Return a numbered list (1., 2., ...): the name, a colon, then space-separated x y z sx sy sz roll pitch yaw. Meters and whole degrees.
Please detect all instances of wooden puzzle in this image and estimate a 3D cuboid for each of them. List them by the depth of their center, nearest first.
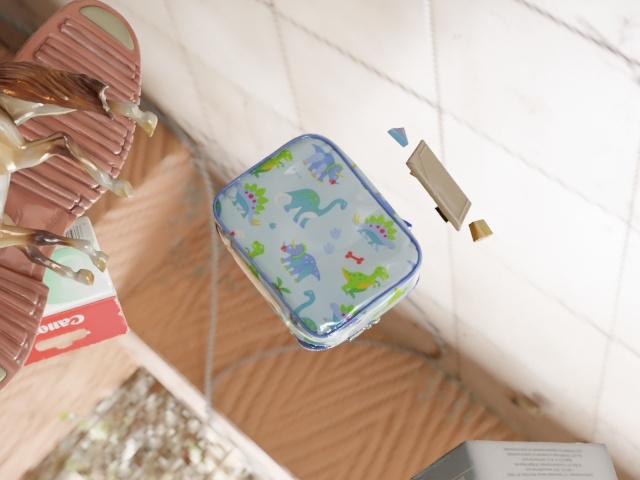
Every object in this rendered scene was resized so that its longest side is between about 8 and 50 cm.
1. wooden puzzle: 0.092 -0.042 0.945 0.116 0.014 0.078 55 -159 -1

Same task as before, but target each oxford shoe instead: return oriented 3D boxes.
1. oxford shoe: -0.291 -0.046 1.098 0.140 0.397 0.146 37 155 -31

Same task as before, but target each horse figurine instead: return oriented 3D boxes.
1. horse figurine: -0.223 -0.043 0.858 0.174 0.066 0.263 17 134 -15

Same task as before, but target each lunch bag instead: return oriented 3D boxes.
1. lunch bag: 0.000 0.000 1.352 0.219 0.176 0.090 50 168 15

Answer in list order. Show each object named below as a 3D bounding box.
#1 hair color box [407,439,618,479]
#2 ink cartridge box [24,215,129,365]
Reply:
1. hair color box: 0.222 0.379 1.113 0.113 0.185 0.374 -47 46 44
2. ink cartridge box: -0.346 0.085 1.516 0.056 0.181 0.225 -115 10 -46
